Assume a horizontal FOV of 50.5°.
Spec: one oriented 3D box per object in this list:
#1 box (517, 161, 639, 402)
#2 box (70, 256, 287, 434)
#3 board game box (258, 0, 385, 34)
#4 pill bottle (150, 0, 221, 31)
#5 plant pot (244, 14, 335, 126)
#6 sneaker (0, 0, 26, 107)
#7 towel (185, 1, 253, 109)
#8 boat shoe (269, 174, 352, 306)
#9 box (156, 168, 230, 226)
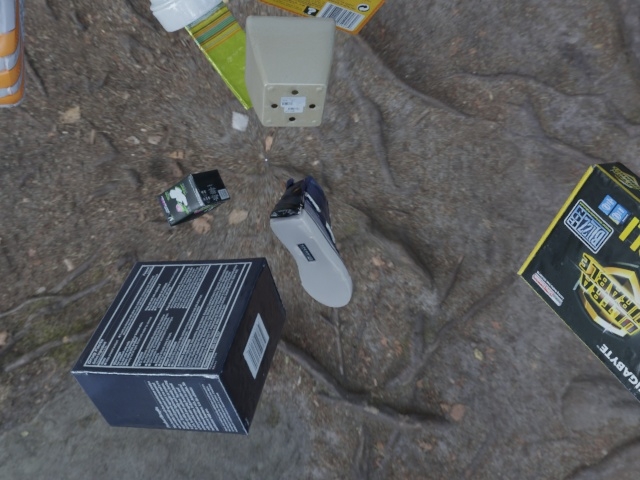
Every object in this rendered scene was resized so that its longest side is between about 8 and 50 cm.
[{"bbox_3d":[0.501,0.070,1.084,0.079,0.322,0.257,-9,138,-35],"label":"box"},{"bbox_3d":[-0.253,0.193,1.299,0.294,0.296,0.183,-1,131,18],"label":"box"},{"bbox_3d":[0.007,-0.703,1.359,0.356,0.356,0.356,13,72,-20],"label":"board game box"},{"bbox_3d":[-0.279,-0.493,1.042,0.176,0.176,0.318,-34,121,0],"label":"pill bottle"},{"bbox_3d":[-0.036,-0.199,0.833,0.109,0.109,0.096,-1,59,-8],"label":"plant pot"},{"bbox_3d":[-0.314,-0.216,0.492,0.180,0.321,0.125,-4,135,-20],"label":"sneaker"},{"bbox_3d":[-0.192,-0.410,1.485,0.102,0.021,0.237,-37,96,-2],"label":"towel"},{"bbox_3d":[0.000,0.000,1.621,0.127,0.158,0.340,-5,134,24],"label":"boat shoe"},{"bbox_3d":[-0.189,-0.064,1.014,0.083,0.062,0.052,-25,88,35],"label":"box"}]
